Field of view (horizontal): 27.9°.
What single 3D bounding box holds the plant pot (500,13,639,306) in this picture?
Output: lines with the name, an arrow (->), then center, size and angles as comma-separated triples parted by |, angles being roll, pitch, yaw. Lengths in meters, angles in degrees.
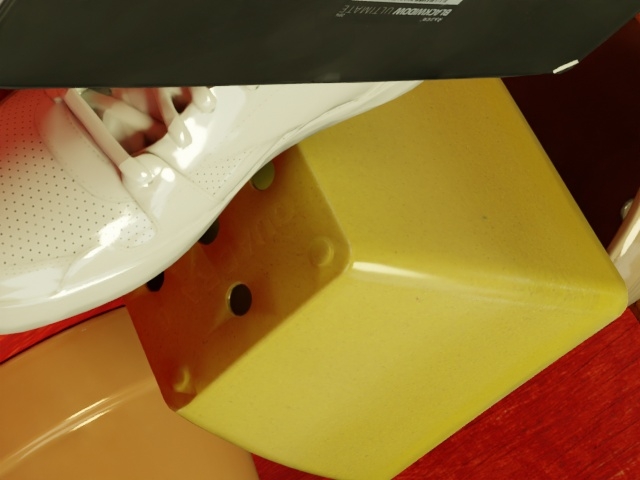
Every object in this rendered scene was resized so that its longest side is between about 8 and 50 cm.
plant pot -> 0.167, -0.033, 0.830 | 0.109, 0.237, 0.237 | 23, 131, -30

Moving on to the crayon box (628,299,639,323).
crayon box -> 0.316, -0.036, 1.263 | 0.081, 0.202, 0.318 | -32, 167, -5

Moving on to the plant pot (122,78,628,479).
plant pot -> 0.000, 0.000, 0.719 | 0.212, 0.212, 0.187 | -41, 151, 29

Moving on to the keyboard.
keyboard -> 0.050, -0.114, 0.414 | 0.317, 0.033, 0.201 | -9, 157, -46

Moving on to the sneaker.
sneaker -> -0.044, -0.087, 0.521 | 0.292, 0.108, 0.169 | -37, 166, -25

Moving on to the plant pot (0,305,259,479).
plant pot -> -0.165, 0.206, 1.003 | 0.290, 0.203, 0.291 | -32, 166, -9
